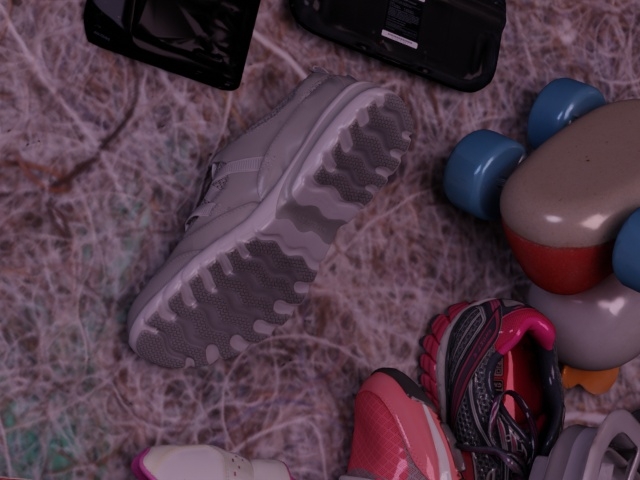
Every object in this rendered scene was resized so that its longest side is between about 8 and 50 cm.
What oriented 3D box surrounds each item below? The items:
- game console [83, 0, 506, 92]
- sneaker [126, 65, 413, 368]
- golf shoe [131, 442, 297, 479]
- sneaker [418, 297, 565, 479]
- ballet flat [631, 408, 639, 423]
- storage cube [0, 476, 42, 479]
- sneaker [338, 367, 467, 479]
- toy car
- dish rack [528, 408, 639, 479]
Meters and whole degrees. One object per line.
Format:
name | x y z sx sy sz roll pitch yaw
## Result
game console | -0.006 -0.206 1.477 0.361 0.044 0.213 18 79 -23
sneaker | -0.051 -0.018 1.411 0.281 0.115 0.105 -46 134 -6
golf shoe | -0.119 0.296 1.343 0.140 0.115 0.306 21 69 -12
sneaker | 0.147 0.197 1.471 0.120 0.112 0.299 -6 88 -27
ballet flat | 0.303 0.174 1.573 0.203 0.074 0.074 -34 100 -25
storage cube | -0.244 0.257 1.233 0.215 0.183 0.193 9 80 -24
sneaker | 0.034 0.256 1.408 0.136 0.116 0.314 2 84 -25
toy car | 0.246 0.019 1.522 0.210 0.219 0.238 -33 133 -32
dish rack | 0.222 0.308 1.447 0.333 0.072 0.286 44 59 -50
